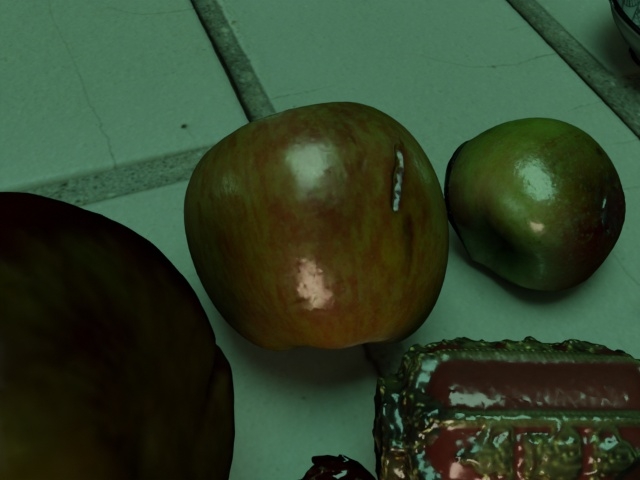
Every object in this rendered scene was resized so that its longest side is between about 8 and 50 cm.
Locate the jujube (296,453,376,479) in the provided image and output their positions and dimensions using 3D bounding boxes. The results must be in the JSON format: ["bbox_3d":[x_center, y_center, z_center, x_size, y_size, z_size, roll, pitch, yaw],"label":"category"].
[{"bbox_3d":[-0.008,0.256,0.718,0.104,0.104,0.166,32,62,25],"label":"jujube"}]

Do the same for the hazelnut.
[{"bbox_3d":[-0.257,0.160,0.614,0.402,0.402,0.429,7,55,4],"label":"hazelnut"}]

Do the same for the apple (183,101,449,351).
[{"bbox_3d":[0.000,0.000,0.863,0.264,0.264,0.264,1,46,-1],"label":"apple"}]

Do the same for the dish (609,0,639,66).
[{"bbox_3d":[0.564,-0.310,1.284,0.317,0.106,0.316,2,48,-3],"label":"dish"}]

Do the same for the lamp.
[{"bbox_3d":[0.183,0.173,0.767,0.274,0.177,0.177,3,46,-3],"label":"lamp"}]

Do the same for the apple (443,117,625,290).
[{"bbox_3d":[0.250,-0.050,0.986,0.188,0.174,0.207,-34,72,-27],"label":"apple"}]
